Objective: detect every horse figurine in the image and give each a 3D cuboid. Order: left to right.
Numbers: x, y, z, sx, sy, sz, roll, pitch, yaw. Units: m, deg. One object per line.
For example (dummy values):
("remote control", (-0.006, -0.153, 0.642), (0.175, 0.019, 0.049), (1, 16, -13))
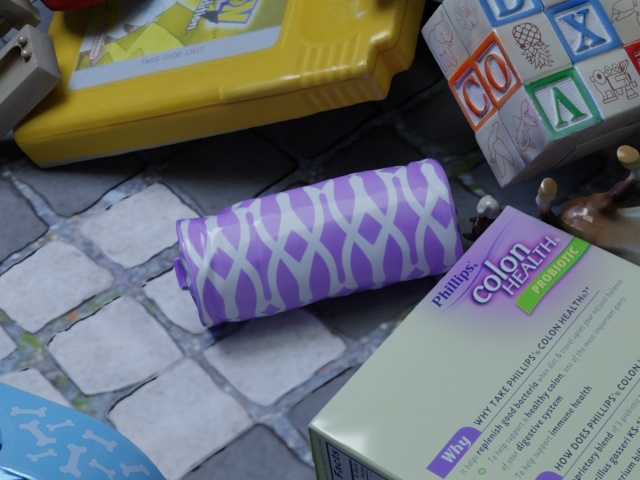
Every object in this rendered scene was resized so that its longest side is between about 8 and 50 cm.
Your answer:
("horse figurine", (0.233, -0.008, 1.108), (0.263, 0.174, 0.066), (4, 69, 0))

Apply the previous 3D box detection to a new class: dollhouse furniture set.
("dollhouse furniture set", (-0.302, -0.154, 1.280), (0.144, 0.123, 0.151), (-40, 47, 24))

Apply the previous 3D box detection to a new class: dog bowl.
("dog bowl", (-0.211, 0.154, 1.006), (0.297, 0.166, 0.074), (17, 40, 22))

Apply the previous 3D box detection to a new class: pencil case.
("pencil case", (0.000, 0.000, 1.165), (0.206, 0.086, 0.088), (-12, 13, -6))

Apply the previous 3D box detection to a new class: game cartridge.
("game cartridge", (-0.065, -0.200, 1.293), (0.323, 0.053, 0.285), (-10, 49, 28))

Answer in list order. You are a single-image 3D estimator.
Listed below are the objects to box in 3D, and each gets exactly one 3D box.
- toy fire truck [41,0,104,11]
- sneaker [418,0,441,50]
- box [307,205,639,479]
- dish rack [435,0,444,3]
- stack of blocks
("toy fire truck", (-0.126, -0.325, 1.308), (0.302, 0.169, 0.254), (-14, 29, 21))
("sneaker", (0.176, -0.170, 1.319), (0.209, 0.069, 0.082), (5, 10, 26))
("box", (0.155, 0.127, 1.003), (0.243, 0.117, 0.213), (27, 57, 27))
("dish rack", (0.133, -0.313, 1.389), (0.285, 0.072, 0.333), (-33, 39, -23))
("stack of blocks", (0.242, -0.136, 1.172), (0.297, 0.087, 0.171), (-21, 78, -25))
